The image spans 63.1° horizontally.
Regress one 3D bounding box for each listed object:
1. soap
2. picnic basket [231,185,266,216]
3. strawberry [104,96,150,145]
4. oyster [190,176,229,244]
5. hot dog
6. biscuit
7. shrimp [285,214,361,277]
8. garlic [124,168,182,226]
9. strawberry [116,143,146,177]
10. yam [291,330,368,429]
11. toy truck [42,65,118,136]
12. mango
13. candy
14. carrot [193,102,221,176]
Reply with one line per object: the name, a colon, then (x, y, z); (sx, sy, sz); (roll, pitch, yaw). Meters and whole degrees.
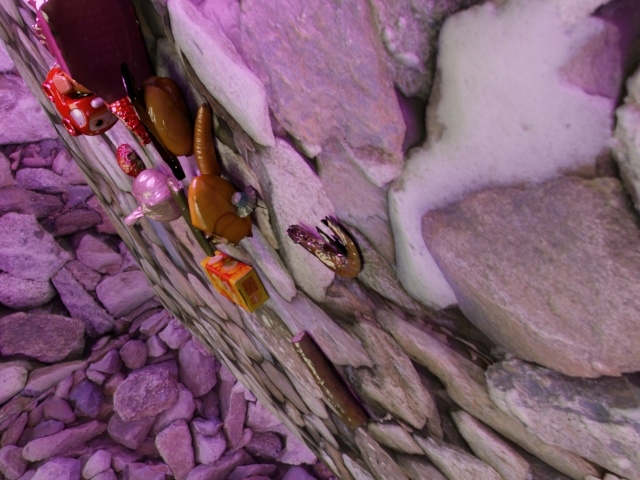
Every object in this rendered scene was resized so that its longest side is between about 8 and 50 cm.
soap: (-0.541, -0.490, 1.242); (0.127, 0.220, 0.324); (29, 148, 25)
picnic basket: (-0.184, -0.097, 1.332); (0.065, 0.083, 0.083); (17, 177, 43)
strawberry: (-0.593, -0.388, 1.646); (0.188, 0.082, 0.121); (46, 175, -8)
oyster: (-0.338, -0.082, 1.582); (0.232, 0.107, 0.161); (55, 164, 0)
hot dog: (-0.381, -0.310, 1.333); (0.326, 0.107, 0.194); (80, 170, -70)
biscuit: (-0.415, -0.066, 1.684); (0.099, 0.038, 0.322); (48, 162, 41)
shrimp: (0.000, 0.000, 1.148); (0.219, 0.046, 0.152); (32, 150, 30)
garlic: (-0.602, -0.130, 1.841); (0.218, 0.212, 0.218); (41, 160, 19)
strawberry: (-0.751, -0.303, 2.046); (0.146, 0.082, 0.187); (61, 160, -4)
yam: (0.028, 0.462, 1.702); (0.371, 0.083, 0.083); (54, 156, -3)
toy truck: (-0.739, -0.468, 1.662); (0.239, 0.189, 0.264); (7, 131, 46)
mango: (-0.271, -0.081, 1.376); (0.126, 0.153, 0.252); (14, 154, 27)
candy: (-0.306, 0.140, 1.834); (0.276, 0.088, 0.146); (17, 139, 52)
carrot: (-0.296, -0.245, 1.331); (0.271, 0.062, 0.066); (91, 169, -49)
